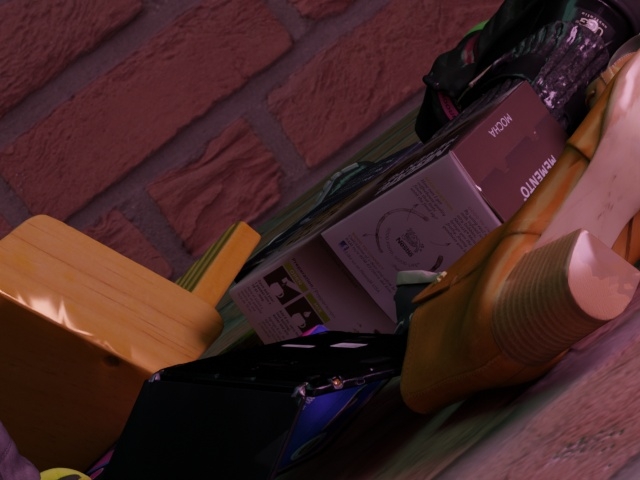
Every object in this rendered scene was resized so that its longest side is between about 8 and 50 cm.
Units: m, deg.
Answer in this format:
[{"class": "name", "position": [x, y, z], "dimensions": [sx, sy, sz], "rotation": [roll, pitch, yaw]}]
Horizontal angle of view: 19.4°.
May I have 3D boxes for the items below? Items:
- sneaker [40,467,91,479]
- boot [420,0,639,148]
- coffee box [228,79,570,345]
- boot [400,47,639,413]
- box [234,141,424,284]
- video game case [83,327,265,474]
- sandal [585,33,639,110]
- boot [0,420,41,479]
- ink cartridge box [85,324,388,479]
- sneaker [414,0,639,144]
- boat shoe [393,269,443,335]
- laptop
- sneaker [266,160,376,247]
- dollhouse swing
[{"class": "sneaker", "position": [-0.282, 0.315, 1.527], "dimensions": [0.295, 0.109, 0.123], "rotation": [-41, -16, -25]}, {"class": "boot", "position": [0.189, -0.110, 1.897], "dimensions": [0.260, 0.131, 0.348], "rotation": [-58, -3, -24]}, {"class": "coffee box", "position": [0.082, -0.002, 1.684], "dimensions": [0.297, 0.119, 0.168], "rotation": [-32, 6, 40]}, {"class": "boot", "position": [0.163, -0.018, 1.269], "dimensions": [0.211, 0.104, 0.295], "rotation": [-31, 20, 54]}, {"class": "box", "position": [0.034, 0.008, 1.949], "dimensions": [0.207, 0.108, 0.153], "rotation": [-39, 6, -22]}, {"class": "video game case", "position": [-0.161, 0.197, 1.973], "dimensions": [0.275, 0.035, 0.248], "rotation": [-37, 6, 2]}, {"class": "sandal", "position": [0.264, -0.134, 1.612], "dimensions": [0.090, 0.060, 0.219], "rotation": [-38, 17, 26]}, {"class": "boot", "position": [-0.228, 0.211, 1.297], "dimensions": [0.118, 0.223, 0.338], "rotation": [-41, 7, -32]}, {"class": "ink cartridge box", "position": [-0.089, 0.173, 1.617], "dimensions": [0.371, 0.069, 0.176], "rotation": [-28, 10, 42]}, {"class": "sneaker", "position": [0.235, -0.187, 2.157], "dimensions": [0.202, 0.185, 0.483], "rotation": [-48, 0, -17]}, {"class": "boat shoe", "position": [0.108, 0.059, 1.441], "dimensions": [0.206, 0.075, 0.065], "rotation": [180, 100, -72]}, {"class": "laptop", "position": [-0.031, 0.157, 1.370], "dimensions": [0.264, 0.137, 0.234], "rotation": [-11, 6, -33]}, {"class": "sneaker", "position": [0.000, 0.000, 2.438], "dimensions": [0.229, 0.086, 0.132], "rotation": [-45, 6, 26]}, {"class": "dollhouse swing", "position": [-0.276, 0.079, 1.901], "dimensions": [0.347, 0.315, 0.305], "rotation": [-44, 24, 41]}]
